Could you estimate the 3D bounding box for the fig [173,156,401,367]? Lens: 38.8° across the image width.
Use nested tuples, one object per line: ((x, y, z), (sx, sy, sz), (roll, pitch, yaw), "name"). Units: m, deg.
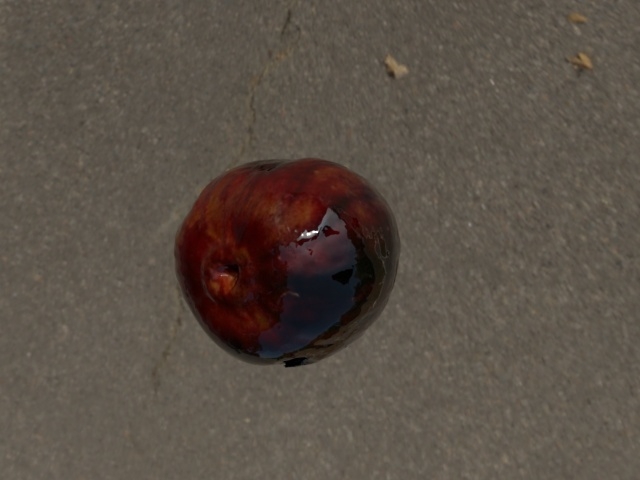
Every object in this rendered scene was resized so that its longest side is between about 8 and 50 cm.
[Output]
((0.000, 0.016, 0.830), (0.203, 0.249, 0.186), (-21, 78, 40), "fig")
